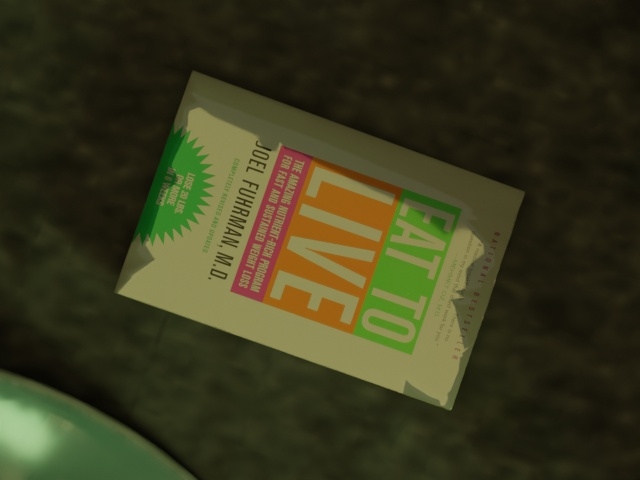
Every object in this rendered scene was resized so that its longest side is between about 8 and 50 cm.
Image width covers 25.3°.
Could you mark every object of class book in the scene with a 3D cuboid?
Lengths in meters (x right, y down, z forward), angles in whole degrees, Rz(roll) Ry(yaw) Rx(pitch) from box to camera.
[{"bbox_3d":[0.000,0.000,0.586,0.144,0.035,0.096,19,90,-1],"label":"book"}]

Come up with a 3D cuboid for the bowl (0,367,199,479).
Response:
[{"bbox_3d":[-0.125,0.210,0.489,0.311,0.311,0.163,44,112,-4],"label":"bowl"}]
